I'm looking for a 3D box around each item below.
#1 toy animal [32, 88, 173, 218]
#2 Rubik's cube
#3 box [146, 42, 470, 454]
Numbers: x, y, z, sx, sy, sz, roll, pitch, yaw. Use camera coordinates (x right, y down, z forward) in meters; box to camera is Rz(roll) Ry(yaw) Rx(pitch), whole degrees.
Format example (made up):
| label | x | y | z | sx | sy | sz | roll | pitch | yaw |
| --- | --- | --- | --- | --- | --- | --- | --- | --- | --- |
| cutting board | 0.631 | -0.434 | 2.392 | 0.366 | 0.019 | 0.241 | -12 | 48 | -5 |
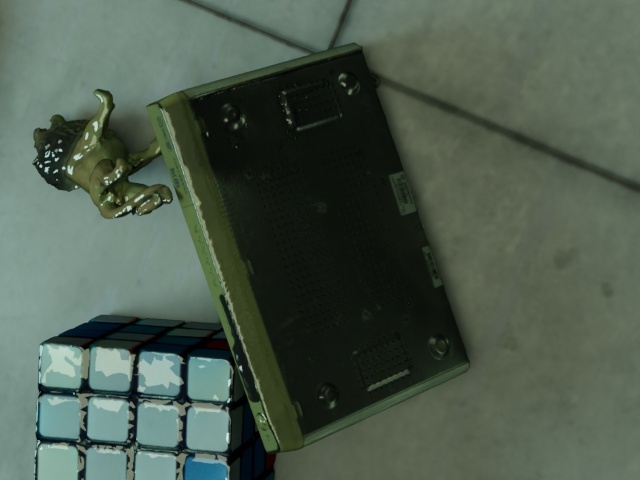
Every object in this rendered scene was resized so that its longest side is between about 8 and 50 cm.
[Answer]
| label | x | y | z | sx | sy | sz | roll | pitch | yaw |
| --- | --- | --- | --- | --- | --- | --- | --- | --- | --- |
| toy animal | -0.152 | -0.060 | 1.283 | 0.069 | 0.220 | 0.086 | 32 | 87 | -31 |
| Rubik's cube | -0.124 | 0.146 | 1.301 | 0.155 | 0.151 | 0.154 | 3 | 95 | 12 |
| box | 0.000 | 0.000 | 1.249 | 0.045 | 0.211 | 0.270 | -17 | 91 | 52 |
